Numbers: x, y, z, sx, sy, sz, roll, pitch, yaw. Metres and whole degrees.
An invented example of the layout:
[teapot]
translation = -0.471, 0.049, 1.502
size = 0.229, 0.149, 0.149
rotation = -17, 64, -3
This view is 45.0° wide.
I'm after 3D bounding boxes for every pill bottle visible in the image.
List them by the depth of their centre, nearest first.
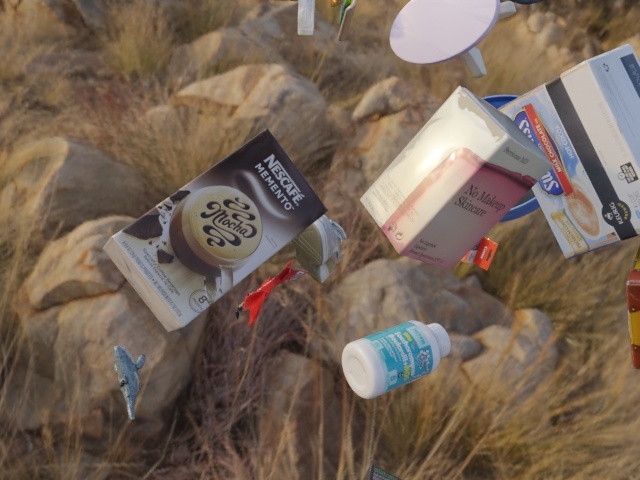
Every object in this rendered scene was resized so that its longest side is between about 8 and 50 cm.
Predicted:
[pill bottle]
translation = 0.196, 0.288, 1.935
size = 0.264, 0.146, 0.146
rotation = -17, 51, -29

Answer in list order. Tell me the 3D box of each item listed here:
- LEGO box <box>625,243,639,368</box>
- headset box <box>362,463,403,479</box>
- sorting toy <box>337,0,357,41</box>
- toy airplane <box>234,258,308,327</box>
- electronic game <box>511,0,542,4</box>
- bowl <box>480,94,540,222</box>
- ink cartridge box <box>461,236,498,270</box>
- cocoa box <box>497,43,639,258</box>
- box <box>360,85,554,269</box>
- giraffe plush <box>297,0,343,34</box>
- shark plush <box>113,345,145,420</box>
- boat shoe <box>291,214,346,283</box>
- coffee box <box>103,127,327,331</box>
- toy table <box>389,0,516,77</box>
[LEGO box]
translation = 0.880, 0.093, 1.498
size = 0.501, 0.193, 0.372
rotation = -2, 20, 30
[headset box]
translation = 0.102, 0.642, 1.622
size = 0.131, 0.246, 0.283
rotation = 27, 7, 4
[sorting toy]
translation = 0.076, -0.631, 1.941
size = 0.038, 0.193, 0.208
rotation = 12, 79, -3
[toy airplane]
translation = -0.087, 0.082, 1.286
size = 0.028, 0.151, 0.151
rotation = 50, 29, -17
[electronic game]
translation = 0.276, -0.374, 0.868
size = 0.229, 0.229, 0.048
rotation = -8, 44, -40
[bowl]
translation = 0.472, -0.217, 2.085
size = 0.391, 0.391, 0.077
rotation = 57, 2, 38
[ink cartridge box]
translation = 0.296, 0.010, 1.563
size = 0.029, 0.062, 0.115
rotation = 1, 24, -45
[cocoa box]
translation = 0.562, -0.178, 1.565
size = 0.231, 0.228, 0.347
rotation = -25, 89, -44
[box]
translation = 0.202, -0.086, 1.157
size = 0.149, 0.232, 0.126
rotation = 16, 32, -47
[giraffe plush]
translation = 0.017, -0.360, 0.956
size = 0.182, 0.210, 0.170
rotation = 21, 18, 5
[shark plush]
translation = -0.436, 0.316, 1.712
size = 0.073, 0.067, 0.161
rotation = -2, 73, 6
[boat shoe]
translation = 0.002, 0.002, 1.761
size = 0.103, 0.320, 0.118
rotation = -42, 71, -13
[coffee box]
translation = -0.160, -0.017, 1.199
size = 0.297, 0.119, 0.168
rotation = -40, 96, -24
[toy table]
translation = 0.324, -0.521, 1.872
size = 0.274, 0.252, 0.161
rotation = -5, 3, 34
